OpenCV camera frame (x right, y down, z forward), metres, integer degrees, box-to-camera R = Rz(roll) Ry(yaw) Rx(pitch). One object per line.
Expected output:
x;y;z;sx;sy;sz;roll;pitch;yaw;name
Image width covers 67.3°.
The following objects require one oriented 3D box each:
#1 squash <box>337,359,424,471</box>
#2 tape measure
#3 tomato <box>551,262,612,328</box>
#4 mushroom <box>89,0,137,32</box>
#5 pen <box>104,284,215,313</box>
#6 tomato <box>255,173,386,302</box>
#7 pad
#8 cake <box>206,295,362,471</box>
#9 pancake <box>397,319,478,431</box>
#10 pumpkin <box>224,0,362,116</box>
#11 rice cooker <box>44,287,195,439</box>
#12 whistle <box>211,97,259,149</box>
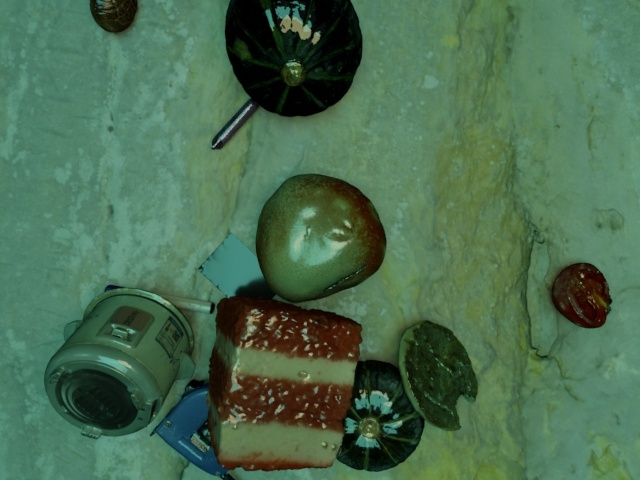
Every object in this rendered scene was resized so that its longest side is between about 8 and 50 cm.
0.119;0.412;1.133;0.252;0.165;0.252;0;91;5;squash
-0.217;0.495;1.176;0.351;0.098;0.215;39;93;-3;tape measure
0.618;0.135;1.158;0.139;0.091;0.159;34;65;-10;tomato
-0.484;-0.556;1.133;0.085;0.109;0.126;16;108;-5;mushroom
-0.397;0.146;1.192;0.269;0.033;0.033;9;92;0;pen
0.000;0.000;1.080;0.303;0.239;0.304;0;95;3;tomato
-0.197;0.091;1.203;0.190;0.004;0.127;44;92;-1;pad
-0.098;0.293;1.033;0.269;0.270;0.320;13;86;-20;cake
0.273;0.308;1.123;0.253;0.037;0.254;18;55;-27;pancake
-0.059;-0.414;1.037;0.315;0.238;0.315;-1;131;-1;pumpkin
-0.434;0.259;1.073;0.316;0.317;0.264;16;118;0;rice cooker
-0.206;-0.288;1.174;0.033;0.033;0.176;43;92;-1;whistle
